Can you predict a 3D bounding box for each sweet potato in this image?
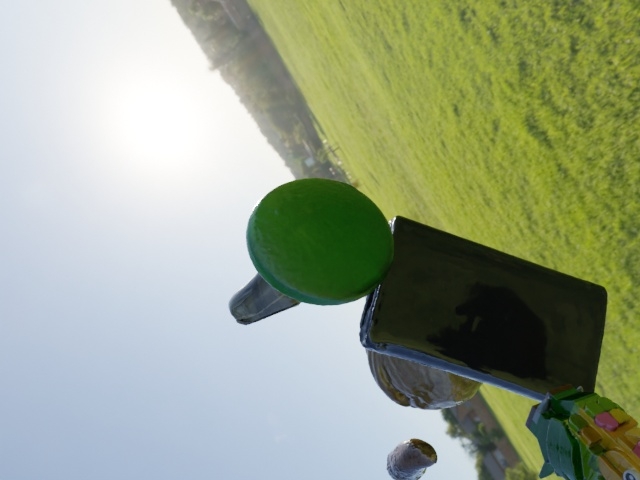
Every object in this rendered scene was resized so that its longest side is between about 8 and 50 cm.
[{"bbox_3d":[0.214,0.537,1.261,0.341,0.114,0.092,74,177,-64],"label":"sweet potato"}]

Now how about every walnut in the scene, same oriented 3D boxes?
[{"bbox_3d":[0.254,0.262,1.287,0.333,0.333,0.333,55,-176,-6],"label":"walnut"}]

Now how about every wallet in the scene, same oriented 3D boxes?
[{"bbox_3d":[0.277,0.123,0.866,0.406,0.228,0.062,19,162,-9],"label":"wallet"}]

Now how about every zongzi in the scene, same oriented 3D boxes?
[{"bbox_3d":[-0.149,0.109,1.272,0.099,0.194,0.197,-116,3,-45],"label":"zongzi"}]

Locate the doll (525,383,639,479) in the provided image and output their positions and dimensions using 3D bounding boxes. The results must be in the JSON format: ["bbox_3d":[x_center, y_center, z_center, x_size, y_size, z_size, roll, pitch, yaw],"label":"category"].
[{"bbox_3d":[0.333,0.253,0.618,0.186,0.106,0.134,-177,80,-69],"label":"doll"}]

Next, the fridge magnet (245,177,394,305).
[{"bbox_3d":[0.000,0.000,0.728,0.208,0.208,0.088,57,153,26],"label":"fridge magnet"}]
